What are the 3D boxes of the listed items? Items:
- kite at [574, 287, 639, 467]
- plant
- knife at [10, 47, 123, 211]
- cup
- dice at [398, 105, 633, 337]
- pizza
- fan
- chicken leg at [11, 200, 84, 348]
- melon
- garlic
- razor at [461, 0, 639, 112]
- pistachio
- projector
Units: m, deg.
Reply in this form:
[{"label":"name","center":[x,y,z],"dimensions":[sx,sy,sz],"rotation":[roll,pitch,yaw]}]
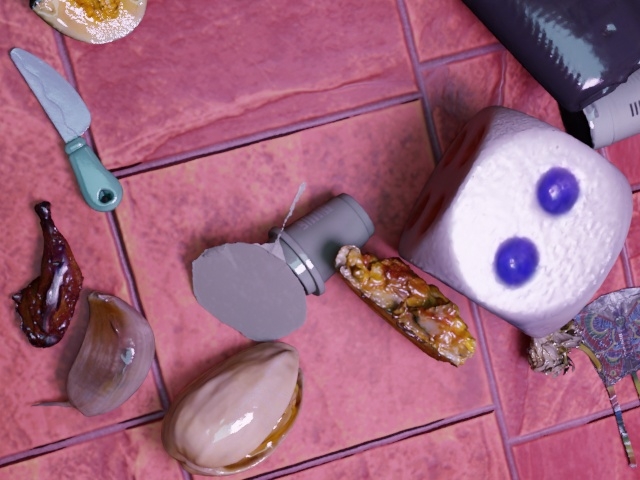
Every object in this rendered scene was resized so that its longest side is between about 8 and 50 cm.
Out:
[{"label":"kite","center":[0.499,0.217,1.486],"dimensions":[0.152,0.015,0.285],"rotation":[-17,96,-4]},{"label":"plant","center":[0.370,0.153,1.402],"dimensions":[0.122,0.104,0.116],"rotation":[13,86,30]},{"label":"knife","center":[-0.349,-0.161,1.309],"dimensions":[0.063,0.034,0.260],"rotation":[-27,96,-9]},{"label":"cup","center":[0.000,0.000,1.342],"dimensions":[0.141,0.120,0.120],"rotation":[-41,100,-15]},{"label":"dice","center":[0.266,-0.025,1.303],"dimensions":[0.243,0.259,0.251],"rotation":[29,92,-8]},{"label":"pizza","center":[0.139,0.098,1.289],"dimensions":[0.081,0.229,0.289],"rotation":[-50,129,-3]},{"label":"fan","center":[-0.074,0.027,1.281],"dimensions":[0.182,0.010,0.310],"rotation":[30,131,-1]},{"label":"chicken leg","center":[-0.382,0.052,1.317],"dimensions":[0.093,0.053,0.205],"rotation":[16,89,4]},{"label":"melon","center":[-0.310,-0.336,1.278],"dimensions":[0.160,0.079,0.128],"rotation":[-35,120,-5]},{"label":"garlic","center":[-0.314,0.180,1.330],"dimensions":[0.129,0.090,0.198],"rotation":[28,98,5]},{"label":"razor","center":[0.317,-0.353,1.305],"dimensions":[0.204,0.113,0.349],"rotation":[-39,81,-6]},{"label":"pistachio","center":[-0.117,0.242,1.334],"dimensions":[0.229,0.157,0.157],"rotation":[-38,100,-16]},{"label":"projector","center":[0.530,-0.234,1.395],"dimensions":[0.338,0.108,0.108],"rotation":[-21,99,-6]}]
